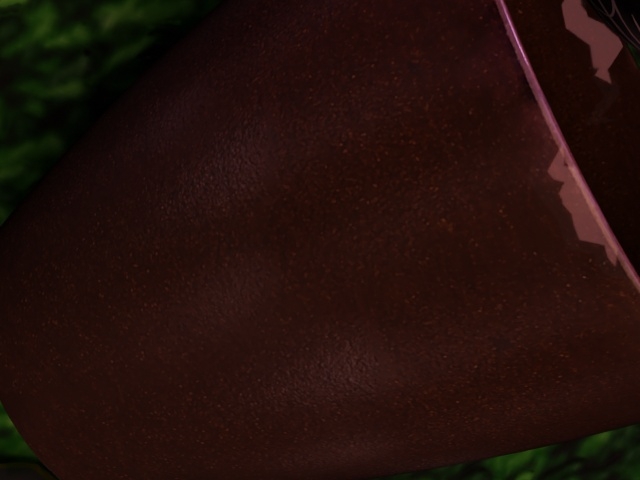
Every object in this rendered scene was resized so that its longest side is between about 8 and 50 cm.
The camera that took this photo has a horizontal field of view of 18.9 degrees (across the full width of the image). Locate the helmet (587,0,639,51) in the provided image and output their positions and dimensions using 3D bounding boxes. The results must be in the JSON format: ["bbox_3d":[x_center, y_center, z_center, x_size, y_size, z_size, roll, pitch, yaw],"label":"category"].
[{"bbox_3d":[0.162,-0.130,0.661,0.169,0.169,0.162,-29,114,3],"label":"helmet"}]

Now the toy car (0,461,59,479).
[{"bbox_3d":[-0.218,0.139,0.778,0.239,0.053,0.225,32,107,-25],"label":"toy car"}]

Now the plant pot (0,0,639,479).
[{"bbox_3d":[0.000,0.000,0.684,0.230,0.215,0.215,-26,121,19],"label":"plant pot"}]
